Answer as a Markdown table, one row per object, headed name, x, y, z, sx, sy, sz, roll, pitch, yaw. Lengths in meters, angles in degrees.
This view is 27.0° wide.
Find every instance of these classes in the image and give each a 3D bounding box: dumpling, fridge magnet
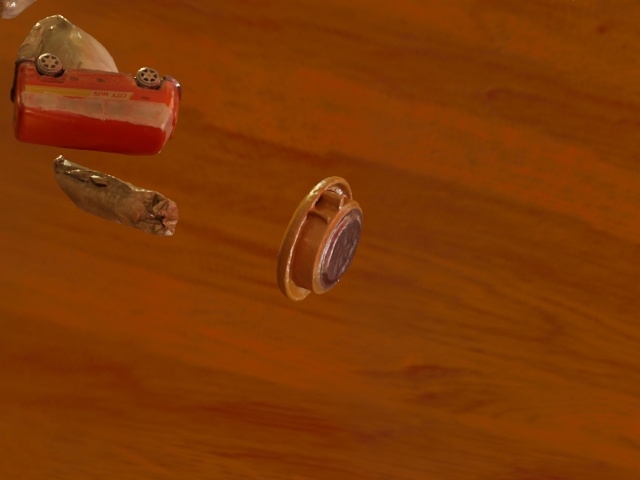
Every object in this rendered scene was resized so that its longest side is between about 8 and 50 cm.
| name | x | y | z | sx | sy | sz | roll | pitch | yaw |
| --- | --- | --- | --- | --- | --- | --- | --- | --- | --- |
| dumpling | -0.321 | -0.201 | 1.712 | 0.127 | 0.108 | 0.188 | -36 | 83 | -1 |
| fridge magnet | 0.000 | 0.000 | 1.430 | 0.063 | 0.143 | 0.143 | 22 | 73 | 20 |

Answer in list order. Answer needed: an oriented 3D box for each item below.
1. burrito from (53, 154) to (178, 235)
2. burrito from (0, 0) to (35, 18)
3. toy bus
| name | x | y | z | sx | sy | sz | roll | pitch | yaw |
| --- | --- | --- | --- | --- | --- | --- | --- | --- | --- |
| burrito | -0.217 | -0.043 | 1.403 | 0.149 | 0.041 | 0.055 | 19 | 112 | 15 |
| burrito | -0.236 | -0.285 | 0.926 | 0.059 | 0.275 | 0.082 | 11 | 45 | 28 |
| toy bus | -0.230 | -0.134 | 1.369 | 0.174 | 0.079 | 0.077 | 6 | 55 | -15 |
